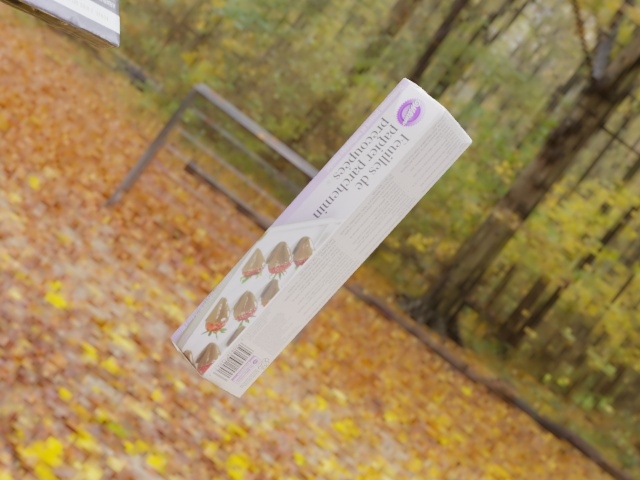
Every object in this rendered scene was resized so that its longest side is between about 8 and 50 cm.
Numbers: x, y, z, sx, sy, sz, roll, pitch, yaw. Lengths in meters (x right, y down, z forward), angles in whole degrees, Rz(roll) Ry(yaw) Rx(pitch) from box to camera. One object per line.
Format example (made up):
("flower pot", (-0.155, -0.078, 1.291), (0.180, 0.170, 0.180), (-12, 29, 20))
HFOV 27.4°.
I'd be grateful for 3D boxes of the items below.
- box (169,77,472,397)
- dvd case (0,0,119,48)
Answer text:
("box", (0.000, 0.000, 1.193), (0.063, 0.324, 0.067), (44, 3, 39))
("dvd case", (-0.171, -0.246, 0.825), (0.018, 0.221, 0.164), (-3, -6, 18))
